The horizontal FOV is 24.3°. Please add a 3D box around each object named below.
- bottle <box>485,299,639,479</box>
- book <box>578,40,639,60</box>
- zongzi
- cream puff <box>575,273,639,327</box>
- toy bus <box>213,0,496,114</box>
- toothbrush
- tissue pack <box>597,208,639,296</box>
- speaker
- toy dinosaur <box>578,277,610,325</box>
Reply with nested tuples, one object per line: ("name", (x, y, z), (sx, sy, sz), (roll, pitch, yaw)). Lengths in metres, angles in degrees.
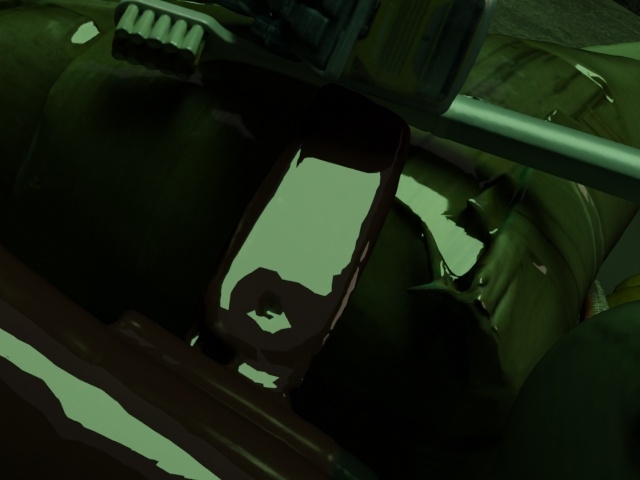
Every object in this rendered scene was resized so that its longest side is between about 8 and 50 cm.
("bottle", (0.184, 0.115, 0.555), (0.168, 0.168, 0.347), (39, 7, 36))
("book", (0.131, -0.078, 1.014), (0.295, 0.020, 0.208), (-4, -17, 19))
("zongzi", (-0.035, -0.079, 0.798), (0.447, 0.181, 0.418), (29, 41, 15))
("cream puff", (0.204, 0.076, 0.857), (0.121, 0.156, 0.156), (51, 24, 10))
("toy bus", (0.005, -0.108, 0.616), (0.075, 0.064, 0.190), (17, 14, -21))
("toothbrush", (0.074, -0.046, 0.640), (0.342, 0.025, 0.030), (16, 44, -1))
("tissue pack", (0.333, 0.015, 1.192), (0.246, 0.136, 0.159), (32, 19, 21))
("speaker", (-0.102, 0.039, 0.506), (0.329, 0.198, 0.259), (30, 29, -11))
("toy dinosaur", (0.130, 0.088, 0.776), (0.055, 0.101, 0.279), (53, 8, -37))
